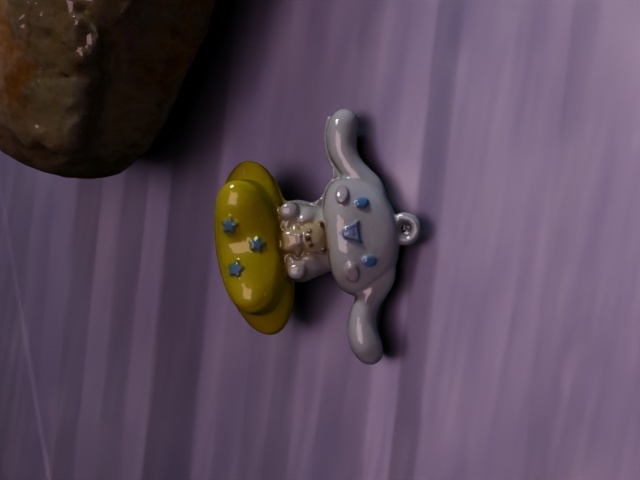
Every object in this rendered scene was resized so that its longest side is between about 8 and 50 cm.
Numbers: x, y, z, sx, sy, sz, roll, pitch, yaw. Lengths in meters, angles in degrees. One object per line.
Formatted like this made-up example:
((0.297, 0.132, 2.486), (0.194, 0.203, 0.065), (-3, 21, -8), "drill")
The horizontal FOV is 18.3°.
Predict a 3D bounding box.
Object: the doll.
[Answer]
((0.001, 0.008, 1.110), (0.113, 0.071, 0.135), (-30, 84, 3), "doll")

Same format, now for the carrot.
((-0.103, -0.181, 1.118), (0.139, 0.139, 0.302), (28, 94, 22), "carrot")
